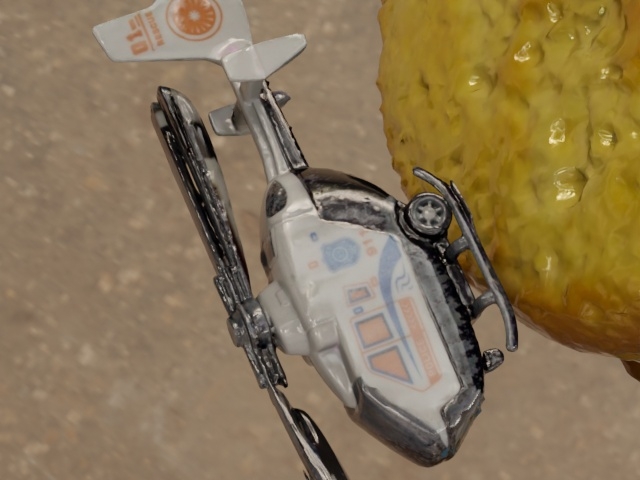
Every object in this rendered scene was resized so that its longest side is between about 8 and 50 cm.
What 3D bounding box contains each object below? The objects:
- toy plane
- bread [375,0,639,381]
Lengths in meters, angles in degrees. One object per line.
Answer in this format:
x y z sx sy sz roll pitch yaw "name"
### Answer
0.000 -0.001 0.587 0.078 0.053 0.197 -23 77 -14 "toy plane"
0.123 -0.017 0.631 0.160 0.260 0.147 17 95 -38 "bread"
